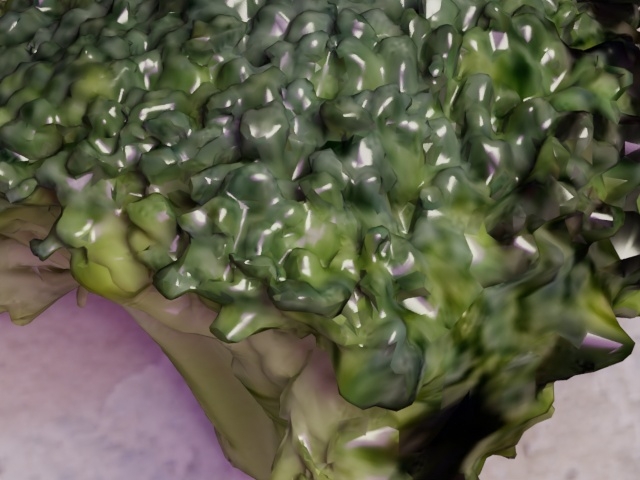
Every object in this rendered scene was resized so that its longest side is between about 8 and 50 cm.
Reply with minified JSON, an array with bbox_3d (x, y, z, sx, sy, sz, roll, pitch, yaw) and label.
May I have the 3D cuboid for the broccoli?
[{"bbox_3d":[-0.009,0.006,0.803,0.348,0.293,0.281,-10,135,0],"label":"broccoli"}]
